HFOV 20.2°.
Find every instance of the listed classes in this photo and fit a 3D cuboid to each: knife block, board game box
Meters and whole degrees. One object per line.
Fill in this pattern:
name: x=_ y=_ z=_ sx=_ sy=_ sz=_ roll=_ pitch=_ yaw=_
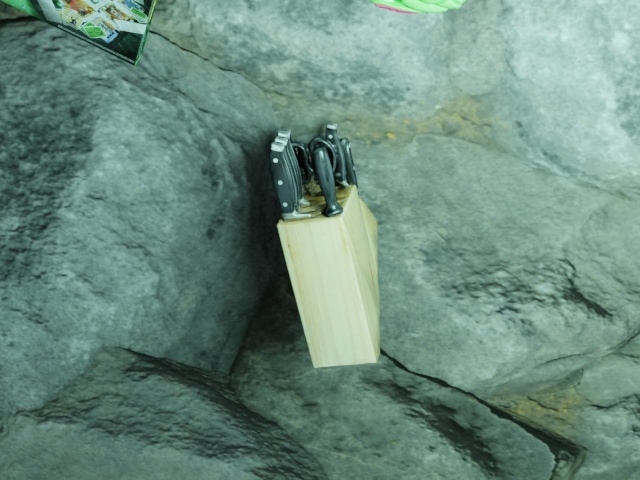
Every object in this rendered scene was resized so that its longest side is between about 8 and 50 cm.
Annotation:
knife block: x=0.000 y=0.000 z=2.253 sx=0.088 sy=0.276 sz=0.242 roll=-6 pitch=160 yaw=17
board game box: x=-0.308 y=-0.307 z=2.042 sx=0.259 sy=0.030 sz=0.136 roll=26 pitch=139 yaw=2

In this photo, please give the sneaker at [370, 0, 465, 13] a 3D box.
sneaker: x=0.046 y=-0.420 z=1.875 sx=0.185 sy=0.202 sz=0.483 roll=6 pitch=147 yaw=35
